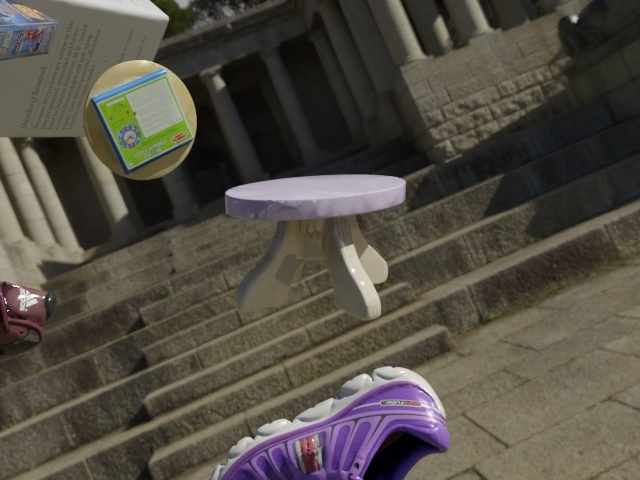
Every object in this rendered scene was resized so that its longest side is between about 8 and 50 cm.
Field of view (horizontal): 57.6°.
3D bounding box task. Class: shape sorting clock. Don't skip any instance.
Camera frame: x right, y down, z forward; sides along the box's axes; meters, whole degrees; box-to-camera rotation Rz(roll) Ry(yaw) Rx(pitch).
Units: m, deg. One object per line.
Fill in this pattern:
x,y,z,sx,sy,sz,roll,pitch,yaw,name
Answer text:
-0.313,-0.209,1.023,0.206,0.206,0.040,-22,22,-36,shape sorting clock

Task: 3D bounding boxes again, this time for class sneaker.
-0.359,0.039,0.593,0.163,0.106,0.281,1,-41,-22,sneaker
0.001,0.143,0.357,0.170,0.068,0.071,-35,33,3,sneaker

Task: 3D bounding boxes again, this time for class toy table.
0.000,0.000,0.820,0.274,0.160,0.252,-6,15,-24,toy table

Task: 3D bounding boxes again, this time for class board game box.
-0.493,-0.326,0.841,0.060,0.194,0.194,-57,-8,21,board game box

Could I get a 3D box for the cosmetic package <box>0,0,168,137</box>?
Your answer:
-0.620,-0.444,1.245,0.394,0.329,0.327,-16,-35,-56,cosmetic package
